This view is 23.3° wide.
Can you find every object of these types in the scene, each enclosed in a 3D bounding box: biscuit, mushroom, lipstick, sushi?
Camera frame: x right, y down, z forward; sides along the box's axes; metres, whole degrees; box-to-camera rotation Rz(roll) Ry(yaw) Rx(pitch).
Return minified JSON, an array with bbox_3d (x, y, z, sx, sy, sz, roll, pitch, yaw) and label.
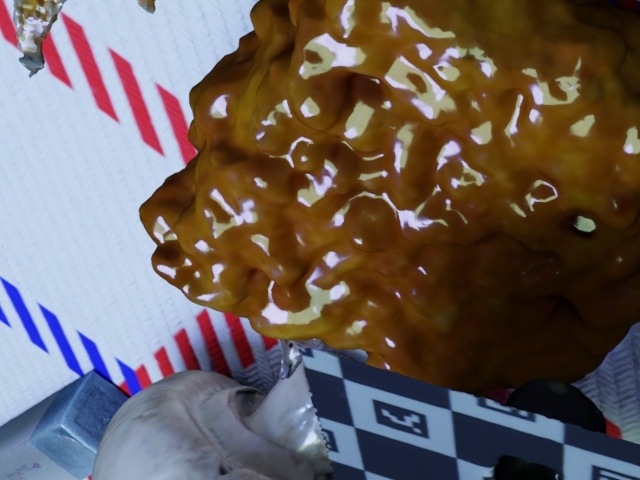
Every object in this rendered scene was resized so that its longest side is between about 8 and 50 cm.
[{"bbox_3d":[0.076,-0.036,0.941,0.318,0.110,0.312,27,129,-14],"label":"biscuit"},{"bbox_3d":[-0.045,0.186,1.250,0.254,0.234,0.260,42,-168,30],"label":"mushroom"},{"bbox_3d":[-0.285,0.213,1.503,0.066,0.068,0.317,41,140,-16],"label":"lipstick"},{"bbox_3d":[0.177,0.168,0.947,0.343,0.064,0.359,15,152,17],"label":"sushi"}]

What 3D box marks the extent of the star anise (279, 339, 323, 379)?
[{"bbox_3d":[-0.009,0.012,1.098,0.208,0.063,0.172,39,118,-13],"label":"star anise"}]

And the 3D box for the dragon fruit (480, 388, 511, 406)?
[{"bbox_3d":[0.099,0.154,1.143,0.166,0.160,0.172,-23,109,18],"label":"dragon fruit"}]

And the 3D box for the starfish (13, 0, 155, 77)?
[{"bbox_3d":[-0.099,-0.209,0.843,0.301,0.084,0.293,-10,143,-12],"label":"starfish"}]
